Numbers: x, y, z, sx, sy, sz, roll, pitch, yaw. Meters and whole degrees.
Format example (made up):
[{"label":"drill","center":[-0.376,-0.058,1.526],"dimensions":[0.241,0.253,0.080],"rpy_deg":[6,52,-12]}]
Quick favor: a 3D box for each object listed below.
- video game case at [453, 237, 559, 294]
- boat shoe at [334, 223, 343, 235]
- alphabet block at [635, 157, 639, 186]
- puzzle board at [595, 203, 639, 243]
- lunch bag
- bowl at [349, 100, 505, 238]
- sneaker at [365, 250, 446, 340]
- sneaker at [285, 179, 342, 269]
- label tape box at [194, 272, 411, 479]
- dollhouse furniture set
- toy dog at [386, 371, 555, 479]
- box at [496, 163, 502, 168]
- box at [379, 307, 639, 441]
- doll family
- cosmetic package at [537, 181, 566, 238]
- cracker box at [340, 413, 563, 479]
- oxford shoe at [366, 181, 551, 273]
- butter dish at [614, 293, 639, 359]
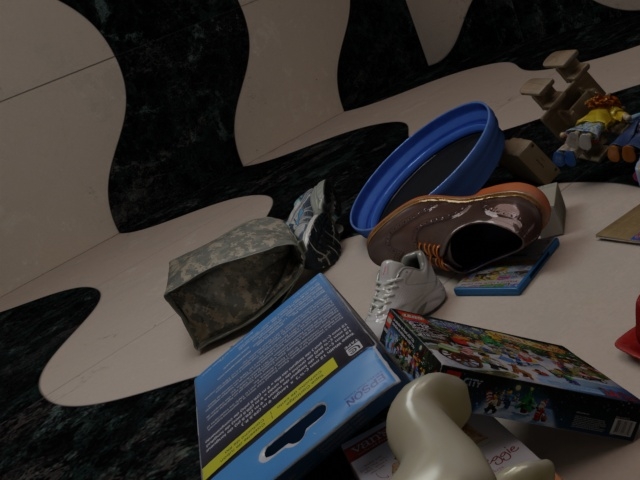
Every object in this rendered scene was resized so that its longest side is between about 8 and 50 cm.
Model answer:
[{"label":"video game case","center":[0.314,0.043,1.132],"dimensions":[0.119,0.015,0.166],"rpy_deg":[-4,25,45]},{"label":"boat shoe","center":[0.000,0.000,1.622],"dimensions":[0.125,0.038,0.046],"rpy_deg":[-25,36,0]},{"label":"alphabet block","center":[0.546,-0.067,0.872],"dimensions":[0.197,0.192,0.193],"rpy_deg":[-11,23,38]},{"label":"puzzle board","center":[0.524,-0.029,1.084],"dimensions":[0.128,0.011,0.096],"rpy_deg":[-31,20,-20]},{"label":"lunch bag","center":[-0.164,0.069,1.412],"dimensions":[0.287,0.169,0.235],"rpy_deg":[-29,17,-2]},{"label":"bowl","center":[0.232,-0.141,1.480],"dimensions":[0.391,0.077,0.391],"rpy_deg":[-40,18,16]},{"label":"sneaker","center":[0.110,0.093,1.072],"dimensions":[0.090,0.115,0.232],"rpy_deg":[-9,23,39]},{"label":"sneaker","center":[-0.024,-0.019,1.563],"dimensions":[0.122,0.110,0.283],"rpy_deg":[-23,30,24]},{"label":"label tape box","center":[-0.025,0.203,0.845],"dimensions":[0.249,0.115,0.347],"rpy_deg":[-40,21,0]},{"label":"dollhouse furniture set","center":[0.498,-0.251,1.454],"dimensions":[0.242,0.212,0.161],"rpy_deg":[-49,18,2]},{"label":"toy dog","center":[0.075,0.285,0.389],"dimensions":[0.408,0.285,0.395],"rpy_deg":[0,65,48]},{"label":"box","center":[0.442,-0.201,1.680],"dimensions":[0.067,0.018,0.083],"rpy_deg":[-12,20,34]},{"label":"box","center":[0.197,0.139,0.720],"dimensions":[0.233,0.044,0.159],"rpy_deg":[13,11,-16]},{"label":"doll family","center":[0.574,-0.210,1.265],"dimensions":[0.263,0.118,0.163],"rpy_deg":[23,53,40]},{"label":"cosmetic package","center":[0.414,-0.055,1.220],"dimensions":[0.041,0.060,0.115],"rpy_deg":[-15,18,28]},{"label":"cracker box","center":[0.130,0.247,0.674],"dimensions":[0.156,0.067,0.232],"rpy_deg":[-26,17,-9]},{"label":"oxford shoe","center":[0.214,-0.005,1.193],"dimensions":[0.364,0.130,0.132],"rpy_deg":[-18,22,41]},{"label":"butter dish","center":[0.425,0.068,0.744],"dimensions":[0.160,0.118,0.160],"rpy_deg":[-26,17,-12]}]
